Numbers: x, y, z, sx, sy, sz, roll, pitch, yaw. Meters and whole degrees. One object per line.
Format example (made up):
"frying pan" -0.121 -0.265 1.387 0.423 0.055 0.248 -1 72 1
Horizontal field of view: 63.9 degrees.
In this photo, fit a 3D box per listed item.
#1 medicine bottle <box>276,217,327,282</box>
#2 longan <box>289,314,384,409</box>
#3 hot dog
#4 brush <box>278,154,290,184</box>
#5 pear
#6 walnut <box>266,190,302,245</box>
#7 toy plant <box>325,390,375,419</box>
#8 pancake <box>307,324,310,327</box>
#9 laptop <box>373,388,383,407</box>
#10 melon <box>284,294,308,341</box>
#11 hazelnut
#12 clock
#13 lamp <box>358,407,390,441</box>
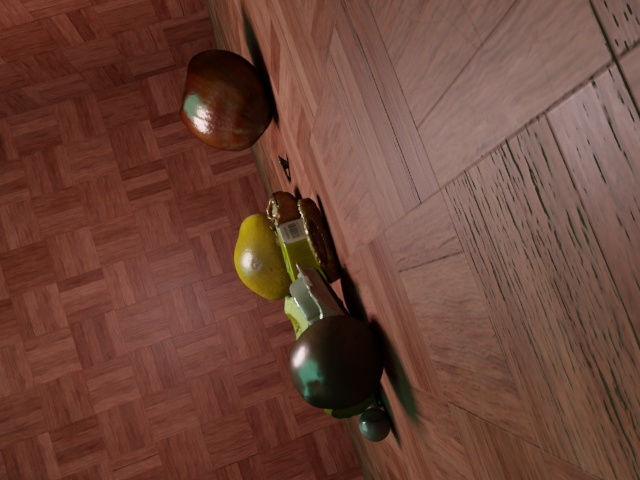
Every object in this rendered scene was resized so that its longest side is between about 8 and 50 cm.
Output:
"medicine bottle" -0.068 0.052 1.941 0.137 0.141 0.250 -115 10 -52
"longan" 0.044 0.327 1.373 0.258 0.258 0.258 161 90 -82
"hot dog" 0.000 0.000 1.612 0.083 0.068 0.289 -61 -50 -72
"brush" -0.136 -0.284 2.053 0.190 0.027 0.034 70 -178 -66
"pear" -0.225 0.071 2.192 0.386 0.340 0.191 66 -161 -3
"walnut" -0.135 -0.107 2.038 0.238 0.141 0.204 -110 17 -46
"toy plant" 0.049 0.418 1.727 0.224 0.184 0.316 39 -161 -46
"pancake" -0.016 0.247 2.138 0.242 0.050 0.242 -171 90 -81
"laptop" 0.170 0.489 1.773 0.129 0.016 0.180 92 157 -70
"melon" -0.058 0.425 2.539 0.331 0.226 0.343 -73 -21 -83
"hazelnut" -0.346 -0.518 1.896 0.366 0.366 0.366 161 90 -82
"clock" 0.007 0.208 1.595 0.324 0.109 0.265 54 -177 -40
"lamp" 0.176 0.597 1.664 0.105 0.105 0.105 161 90 -82
